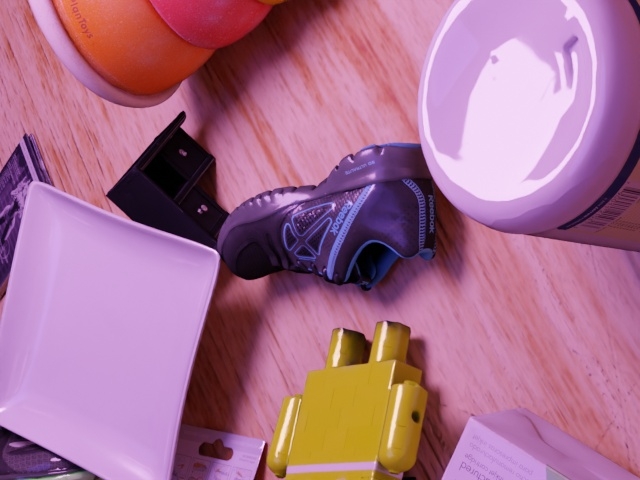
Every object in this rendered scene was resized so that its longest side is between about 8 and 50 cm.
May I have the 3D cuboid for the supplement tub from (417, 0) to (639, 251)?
[{"bbox_3d":[0.272,-0.109,1.363,0.235,0.324,0.236,-9,78,47],"label":"supplement tub"}]

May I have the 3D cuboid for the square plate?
[{"bbox_3d":[-0.287,0.129,2.021,0.347,0.049,0.344,20,101,33],"label":"square plate"}]

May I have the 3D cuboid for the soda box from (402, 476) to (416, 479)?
[{"bbox_3d":[0.092,0.350,1.699,0.060,0.053,0.169,-35,60,38],"label":"soda box"}]

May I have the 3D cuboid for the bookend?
[{"bbox_3d":[-0.177,-0.064,2.032,0.157,0.156,0.072,44,128,-9],"label":"bookend"}]

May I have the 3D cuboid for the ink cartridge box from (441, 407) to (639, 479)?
[{"bbox_3d":[0.184,0.369,1.513,0.207,0.119,0.354,31,108,30],"label":"ink cartridge box"}]

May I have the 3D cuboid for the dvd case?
[{"bbox_3d":[-0.489,-0.037,2.431,0.221,0.018,0.165,-51,49,31],"label":"dvd case"}]

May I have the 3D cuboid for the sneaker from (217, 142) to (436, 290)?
[{"bbox_3d":[0.000,0.000,1.803,0.340,0.125,0.140,-26,71,46],"label":"sneaker"}]

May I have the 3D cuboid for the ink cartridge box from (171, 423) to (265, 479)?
[{"bbox_3d":[-0.147,0.367,1.983,0.189,0.066,0.232,3,65,48],"label":"ink cartridge box"}]

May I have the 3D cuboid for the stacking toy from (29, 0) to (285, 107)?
[{"bbox_3d":[-0.102,-0.381,1.905,0.479,0.350,0.351,-13,74,27],"label":"stacking toy"}]

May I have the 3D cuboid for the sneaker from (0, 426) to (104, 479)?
[{"bbox_3d":[-0.455,0.254,2.228,0.482,0.185,0.202,16,100,47],"label":"sneaker"}]

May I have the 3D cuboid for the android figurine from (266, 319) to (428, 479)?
[{"bbox_3d":[0.029,0.226,1.732,0.248,0.056,0.273,-11,59,52],"label":"android figurine"}]
